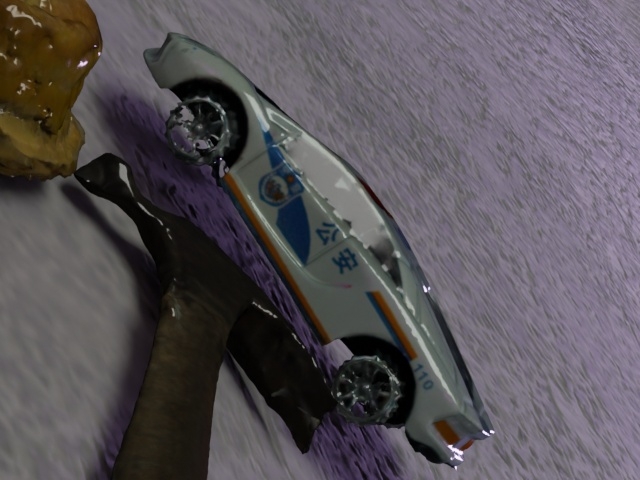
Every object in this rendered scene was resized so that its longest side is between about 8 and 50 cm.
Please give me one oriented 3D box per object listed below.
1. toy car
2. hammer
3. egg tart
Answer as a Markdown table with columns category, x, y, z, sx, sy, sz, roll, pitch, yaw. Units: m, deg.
| category | x | y | z | sx | sy | sz | roll | pitch | yaw |
| --- | --- | --- | --- | --- | --- | --- | --- | --- | --- |
| toy car | 0.000 | 0.000 | 0.765 | 0.205 | 0.056 | 0.095 | 58 | 5 | 11 |
| hammer | -0.048 | 0.068 | 0.583 | 0.125 | 0.027 | 0.297 | 44 | 19 | -15 |
| egg tart | -0.116 | -0.079 | 0.658 | 0.129 | 0.049 | 0.129 | 45 | 18 | -19 |
